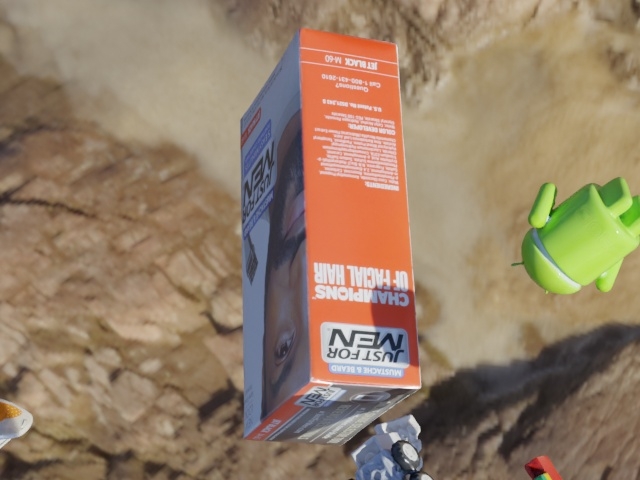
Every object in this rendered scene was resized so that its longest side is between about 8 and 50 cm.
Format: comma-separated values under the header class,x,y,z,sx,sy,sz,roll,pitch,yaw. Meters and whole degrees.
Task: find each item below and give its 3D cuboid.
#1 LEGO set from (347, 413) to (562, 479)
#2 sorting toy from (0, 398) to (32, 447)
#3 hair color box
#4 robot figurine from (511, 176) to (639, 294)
class,x,y,z,sx,sy,sz,roll,pitch,yaw
LEGO set,0.080,0.171,0.498,0.183,0.060,0.244,12,96,34
sorting toy,-0.225,0.132,0.816,0.083,0.075,0.045,-39,101,21
hair color box,0.000,0.000,0.619,0.053,0.093,0.167,6,65,-20
robot figurine,0.214,-0.001,1.118,0.115,0.101,0.067,-41,24,23
